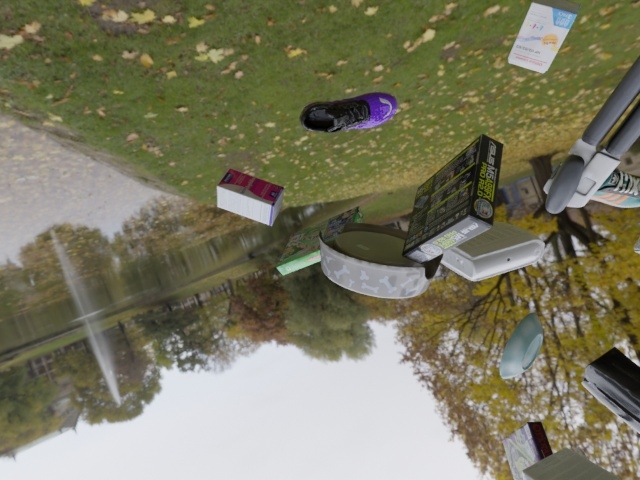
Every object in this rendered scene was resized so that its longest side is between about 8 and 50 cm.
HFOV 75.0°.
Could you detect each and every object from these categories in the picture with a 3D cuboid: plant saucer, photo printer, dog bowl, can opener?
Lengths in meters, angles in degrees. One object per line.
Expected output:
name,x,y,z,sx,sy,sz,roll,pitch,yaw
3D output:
plant saucer,0.537,0.284,1.091,0.195,0.194,0.038,-22,-148,-35
photo printer,0.593,0.025,1.469,0.308,0.106,0.256,-15,-159,-14
dog bowl,0.159,0.050,1.169,0.350,0.102,0.348,7,-162,-2
can opener,0.456,-0.159,0.657,0.095,0.076,0.283,-44,159,-44

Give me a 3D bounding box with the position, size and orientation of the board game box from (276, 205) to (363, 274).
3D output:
board game box,0.000,0.000,1.547,0.318,0.046,0.213,-22,-152,28

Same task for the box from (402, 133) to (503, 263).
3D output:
box,0.299,-0.084,0.968,0.270,0.060,0.216,134,-22,-62

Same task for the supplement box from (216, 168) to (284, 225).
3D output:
supplement box,-0.258,-0.159,1.536,0.113,0.220,0.111,104,6,-50

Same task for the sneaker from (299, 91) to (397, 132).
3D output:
sneaker,0.076,-0.362,1.220,0.294,0.102,0.146,-4,-155,14

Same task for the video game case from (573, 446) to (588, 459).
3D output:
video game case,0.794,0.740,1.347,0.157,0.019,0.143,-50,152,6

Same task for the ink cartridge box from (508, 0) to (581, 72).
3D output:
ink cartridge box,0.546,-0.500,1.042,0.061,0.105,0.181,-56,163,-31

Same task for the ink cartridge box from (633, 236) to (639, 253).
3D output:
ink cartridge box,0.966,0.006,1.008,0.196,0.273,0.114,-62,162,8

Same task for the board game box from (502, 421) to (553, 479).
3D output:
board game box,0.608,0.705,1.142,0.056,0.346,0.208,1,141,-6

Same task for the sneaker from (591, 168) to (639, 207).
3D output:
sneaker,0.949,-0.179,1.350,0.303,0.107,0.121,10,174,17

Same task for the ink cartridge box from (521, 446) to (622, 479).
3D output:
ink cartridge box,0.537,0.512,0.852,0.146,0.045,0.179,-11,-167,-23

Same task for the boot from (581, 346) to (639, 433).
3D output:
boot,0.907,0.536,1.102,0.146,0.366,0.445,-30,-135,-19
